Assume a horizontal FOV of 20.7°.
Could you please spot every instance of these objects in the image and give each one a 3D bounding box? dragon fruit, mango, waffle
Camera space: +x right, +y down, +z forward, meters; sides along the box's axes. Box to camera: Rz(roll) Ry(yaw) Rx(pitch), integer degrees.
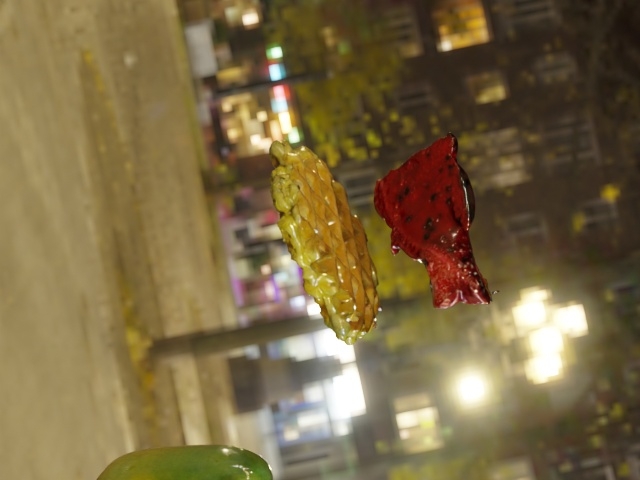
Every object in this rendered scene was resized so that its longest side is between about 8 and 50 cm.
[{"bbox_3d":[0.144,-0.010,1.799,0.092,0.122,0.192,21,36,-38],"label":"dragon fruit"},{"bbox_3d":[-0.141,0.271,1.873,0.137,0.237,0.091,35,54,-51],"label":"mango"},{"bbox_3d":[0.000,0.000,1.918,0.238,0.059,0.243,-48,116,-75],"label":"waffle"}]
